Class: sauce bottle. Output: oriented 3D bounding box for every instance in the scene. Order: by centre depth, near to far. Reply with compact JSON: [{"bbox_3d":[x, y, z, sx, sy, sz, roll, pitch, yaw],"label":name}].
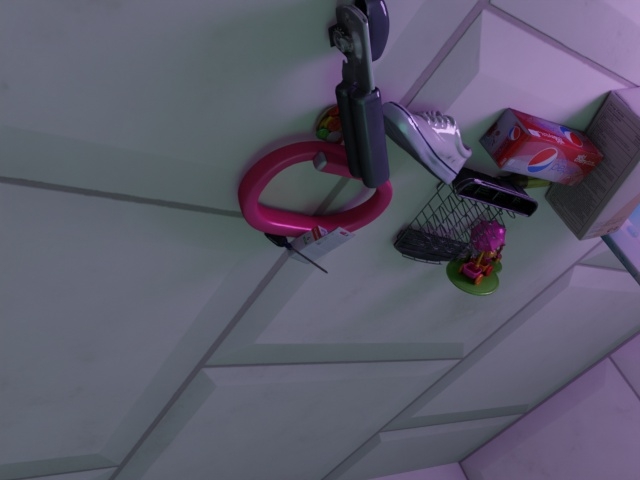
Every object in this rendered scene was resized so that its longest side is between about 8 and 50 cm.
[{"bbox_3d":[0.432,-0.130,1.352,0.128,0.042,0.042,-5,141,-17],"label":"sauce bottle"}]

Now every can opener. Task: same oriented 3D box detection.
[{"bbox_3d":[0.076,-0.214,0.930,0.095,0.076,0.283,-29,133,-18],"label":"can opener"}]

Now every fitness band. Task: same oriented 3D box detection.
[{"bbox_3d":[-0.003,-0.078,1.111,0.291,0.054,0.209,9,139,-41],"label":"fitness band"}]

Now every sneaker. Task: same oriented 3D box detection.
[{"bbox_3d":[0.182,-0.185,1.091,0.091,0.094,0.258,-53,146,7],"label":"sneaker"}]

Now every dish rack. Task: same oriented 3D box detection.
[{"bbox_3d":[0.292,-0.032,1.340,0.208,0.074,0.271,14,132,-29],"label":"dish rack"}]

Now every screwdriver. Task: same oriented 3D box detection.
[{"bbox_3d":[-0.045,0.022,1.139,0.024,0.170,0.025,1,120,-48],"label":"screwdriver"}]

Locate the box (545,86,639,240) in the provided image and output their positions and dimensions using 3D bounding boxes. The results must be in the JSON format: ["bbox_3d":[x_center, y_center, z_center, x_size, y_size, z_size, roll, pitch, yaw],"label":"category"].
[{"bbox_3d":[0.624,-0.158,1.349,0.121,0.148,0.311,-11,145,-22],"label":"box"}]

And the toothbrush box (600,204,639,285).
[{"bbox_3d":[0.778,-0.038,1.476,0.216,0.295,0.126,-35,145,12],"label":"toothbrush box"}]

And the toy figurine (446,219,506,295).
[{"bbox_3d":[0.391,0.019,1.484,0.173,0.130,0.159,-28,143,-39],"label":"toy figurine"}]

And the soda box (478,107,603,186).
[{"bbox_3d":[0.441,-0.179,1.255,0.263,0.083,0.092,5,135,-37],"label":"soda box"}]

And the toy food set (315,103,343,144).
[{"bbox_3d":[0.031,-0.188,1.031,0.083,0.020,0.082,10,132,-42],"label":"toy food set"}]

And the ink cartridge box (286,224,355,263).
[{"bbox_3d":[0.000,0.000,1.173,0.115,0.029,0.063,-32,150,22],"label":"ink cartridge box"}]
